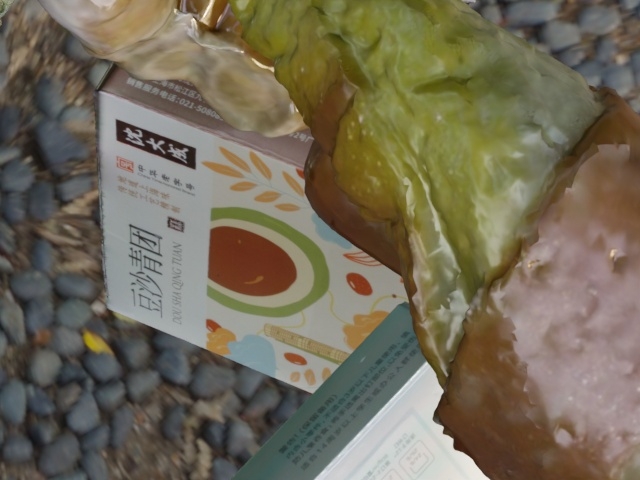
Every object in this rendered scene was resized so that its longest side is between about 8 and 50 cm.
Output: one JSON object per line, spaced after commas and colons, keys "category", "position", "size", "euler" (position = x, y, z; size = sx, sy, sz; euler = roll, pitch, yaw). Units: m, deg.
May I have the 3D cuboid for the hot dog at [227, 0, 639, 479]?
{"category": "hot dog", "position": [0.077, 0.025, 0.417], "size": [0.261, 0.123, 0.093], "euler": [35, 98, 6]}

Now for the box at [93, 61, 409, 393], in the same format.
{"category": "box", "position": [0.000, 0.000, 1.530], "size": [0.385, 0.344, 0.122], "euler": [22, 56, 10]}

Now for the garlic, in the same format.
{"category": "garlic", "position": [-0.036, -0.163, 0.761], "size": [0.217, 0.110, 0.228], "euler": [31, 70, -45]}

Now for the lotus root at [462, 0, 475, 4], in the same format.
{"category": "lotus root", "position": [-0.033, -0.235, 1.370], "size": [0.329, 0.078, 0.167], "euler": [12, 104, -18]}

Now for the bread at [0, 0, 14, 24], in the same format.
{"category": "bread", "position": [-0.369, -0.151, 1.479], "size": [0.251, 0.182, 0.039], "euler": [-30, 114, 19]}

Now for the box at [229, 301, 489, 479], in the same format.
{"category": "box", "position": [0.019, 0.183, 1.198], "size": [0.269, 0.079, 0.135], "euler": [-46, 122, -11]}
